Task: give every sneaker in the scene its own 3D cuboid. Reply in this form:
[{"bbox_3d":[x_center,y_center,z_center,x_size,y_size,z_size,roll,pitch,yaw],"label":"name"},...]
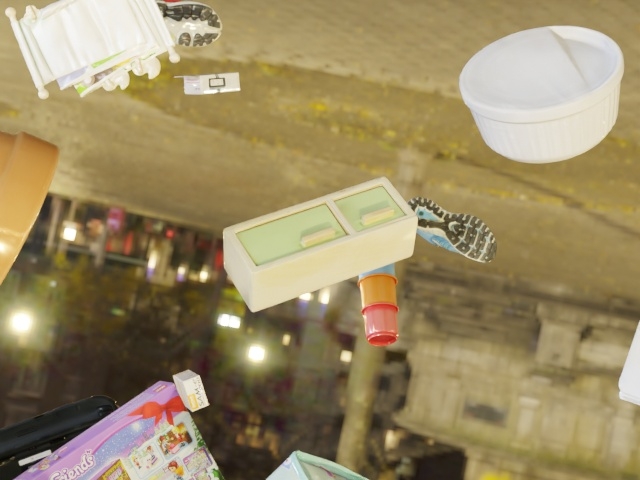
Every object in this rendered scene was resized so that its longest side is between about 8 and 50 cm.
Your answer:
[{"bbox_3d":[-0.326,-0.419,2.301,0.279,0.107,0.118,12,-169,-11],"label":"sneaker"},{"bbox_3d":[0.208,-0.014,1.944,0.162,0.063,0.073,31,167,11],"label":"sneaker"}]

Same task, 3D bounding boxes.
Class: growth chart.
[{"bbox_3d":[-0.341,-0.302,1.832,0.237,0.172,0.021,-17,180,6],"label":"growth chart"}]

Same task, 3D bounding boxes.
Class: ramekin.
[{"bbox_3d":[0.380,-0.242,2.065,0.273,0.273,0.127,10,135,33],"label":"ramekin"}]

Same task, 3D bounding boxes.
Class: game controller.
[{"bbox_3d":[-0.467,0.376,2.020,0.319,0.166,0.067,-18,173,-15],"label":"game controller"}]

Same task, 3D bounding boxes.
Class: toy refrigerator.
[{"bbox_3d":[0.000,0.000,1.792,0.269,0.094,0.102,-18,-131,-20],"label":"toy refrigerator"}]

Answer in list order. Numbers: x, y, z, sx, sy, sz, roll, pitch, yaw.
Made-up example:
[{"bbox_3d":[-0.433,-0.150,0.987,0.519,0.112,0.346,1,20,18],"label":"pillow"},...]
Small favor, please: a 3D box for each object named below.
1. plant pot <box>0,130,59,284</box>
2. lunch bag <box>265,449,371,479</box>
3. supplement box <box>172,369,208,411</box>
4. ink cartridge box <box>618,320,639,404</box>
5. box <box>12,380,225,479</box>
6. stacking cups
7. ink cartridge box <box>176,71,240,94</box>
[{"bbox_3d":[-0.534,-0.052,1.754,0.203,0.291,0.291,27,172,-20],"label":"plant pot"},{"bbox_3d":[-0.001,0.401,1.524,0.262,0.223,0.160,29,-154,-46],"label":"lunch bag"},{"bbox_3d":[-0.248,0.285,2.328,0.036,0.062,0.098,-19,-173,-17],"label":"supplement box"},{"bbox_3d":[0.599,0.177,1.771,0.289,0.211,0.121,19,178,-29],"label":"ink cartridge box"},{"bbox_3d":[-0.300,0.372,1.824,0.293,0.201,0.057,-33,-165,-29],"label":"box"},{"bbox_3d":[0.104,0.056,2.443,0.096,0.316,0.096,0,153,0],"label":"stacking cups"},{"bbox_3d":[-0.164,-0.226,1.759,0.083,0.028,0.048,-10,-169,-35],"label":"ink cartridge box"}]
